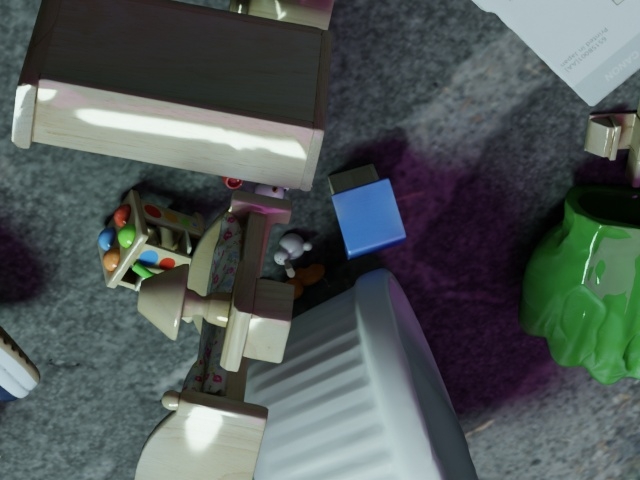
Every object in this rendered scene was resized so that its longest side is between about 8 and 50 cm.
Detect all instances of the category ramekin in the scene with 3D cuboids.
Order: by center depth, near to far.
[{"bbox_3d":[0.034,0.165,1.418,0.127,0.273,0.273,-19,131,7],"label":"ramekin"}]

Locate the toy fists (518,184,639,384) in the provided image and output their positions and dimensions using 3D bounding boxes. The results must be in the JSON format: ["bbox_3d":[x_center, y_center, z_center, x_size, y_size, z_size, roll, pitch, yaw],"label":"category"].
[{"bbox_3d":[0.283,0.039,1.500,0.279,0.096,0.142,4,117,-17],"label":"toy fists"}]

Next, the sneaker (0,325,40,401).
[{"bbox_3d":[-0.331,0.065,1.315,0.282,0.099,0.153,38,86,-29],"label":"sneaker"}]

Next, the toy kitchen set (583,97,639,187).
[{"bbox_3d":[0.233,-0.064,1.411,0.068,0.075,0.083,-3,124,-12],"label":"toy kitchen set"}]

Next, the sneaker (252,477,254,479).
[{"bbox_3d":[-0.049,0.223,1.577,0.076,0.065,0.166,20,122,-33],"label":"sneaker"}]

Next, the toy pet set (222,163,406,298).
[{"bbox_3d":[0.000,0.000,1.405,0.114,0.065,0.122,-16,131,-2],"label":"toy pet set"}]

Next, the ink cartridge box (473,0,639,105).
[{"bbox_3d":[0.199,-0.248,1.265,0.275,0.060,0.239,-40,128,16],"label":"ink cartridge box"}]

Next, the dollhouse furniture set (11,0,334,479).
[{"bbox_3d":[-0.111,0.014,1.257,0.174,0.303,0.355,11,130,-4],"label":"dollhouse furniture set"}]

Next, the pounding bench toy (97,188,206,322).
[{"bbox_3d":[-0.115,0.015,1.373,0.065,0.083,0.052,20,121,-29],"label":"pounding bench toy"}]
